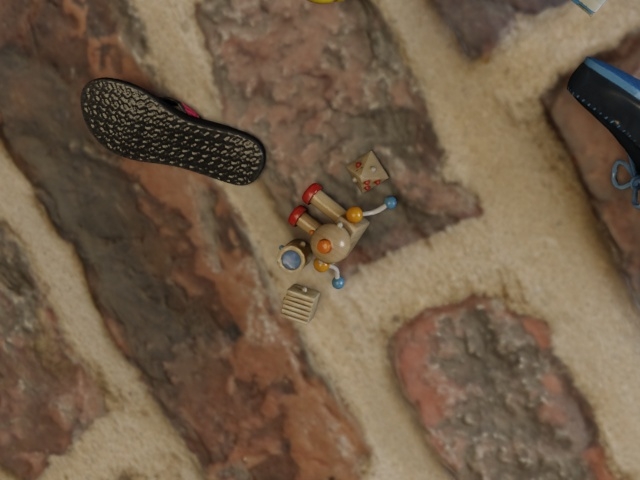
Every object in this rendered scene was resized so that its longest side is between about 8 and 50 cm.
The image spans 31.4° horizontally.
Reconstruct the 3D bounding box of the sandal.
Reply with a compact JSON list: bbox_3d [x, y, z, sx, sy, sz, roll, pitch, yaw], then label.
[{"bbox_3d":[-0.137,-0.100,1.056,0.179,0.040,0.067,21,113,-6],"label":"sandal"}]

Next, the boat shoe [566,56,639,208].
[{"bbox_3d":[0.296,-0.044,0.916,0.258,0.109,0.089,40,113,5],"label":"boat shoe"}]

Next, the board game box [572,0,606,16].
[{"bbox_3d":[0.168,-0.367,0.765,0.302,0.086,0.308,40,110,3],"label":"board game box"}]

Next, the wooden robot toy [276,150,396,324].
[{"bbox_3d":[0.000,0.000,1.017,0.076,0.079,0.173,34,108,5],"label":"wooden robot toy"}]

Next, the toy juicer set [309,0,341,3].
[{"bbox_3d":[-0.014,-0.311,0.951,0.329,0.089,0.209,13,119,3],"label":"toy juicer set"}]
